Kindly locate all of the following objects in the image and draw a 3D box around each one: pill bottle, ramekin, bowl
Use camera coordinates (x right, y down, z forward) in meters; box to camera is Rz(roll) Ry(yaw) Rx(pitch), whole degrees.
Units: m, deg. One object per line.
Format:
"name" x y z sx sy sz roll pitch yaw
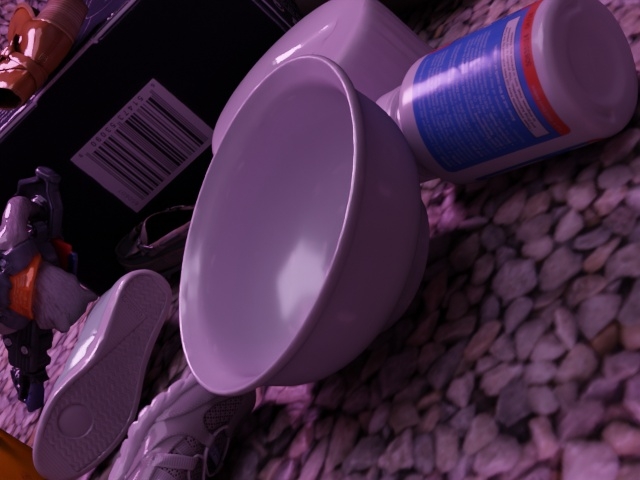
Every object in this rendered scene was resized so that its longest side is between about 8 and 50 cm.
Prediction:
"pill bottle" 0.146 -0.118 0.889 0.221 0.124 0.124 -18 38 48
"ramekin" 0.006 -0.144 1.152 0.277 0.135 0.277 -38 26 23
"bowl" 0.000 0.000 0.895 0.298 0.134 0.298 -36 46 49

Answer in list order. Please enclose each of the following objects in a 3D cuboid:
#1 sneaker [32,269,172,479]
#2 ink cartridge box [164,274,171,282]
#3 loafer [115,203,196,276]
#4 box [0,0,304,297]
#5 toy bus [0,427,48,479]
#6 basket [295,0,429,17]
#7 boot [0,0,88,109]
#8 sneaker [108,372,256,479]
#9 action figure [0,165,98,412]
"sneaker" -0.258 0.161 1.215 0.256 0.094 0.151 -65 15 -18
"ink cartridge box" -0.225 0.051 1.381 0.048 0.028 0.083 -26 31 38
"loafer" -0.177 -0.016 1.294 0.267 0.084 0.096 -8 45 44
"box" -0.239 -0.250 1.527 0.480 0.297 0.472 -40 28 19
"toy bus" -0.358 0.300 1.133 0.130 0.108 0.332 -50 24 -4
"basket" 0.082 -0.362 1.315 0.227 0.154 0.204 -24 48 41
"boot" -0.374 -0.223 1.285 0.197 0.073 0.152 -11 48 57
"sneaker" -0.130 0.236 0.902 0.115 0.105 0.281 22 63 29
"action figure" -0.441 0.078 1.314 0.330 0.341 0.178 7 18 18
